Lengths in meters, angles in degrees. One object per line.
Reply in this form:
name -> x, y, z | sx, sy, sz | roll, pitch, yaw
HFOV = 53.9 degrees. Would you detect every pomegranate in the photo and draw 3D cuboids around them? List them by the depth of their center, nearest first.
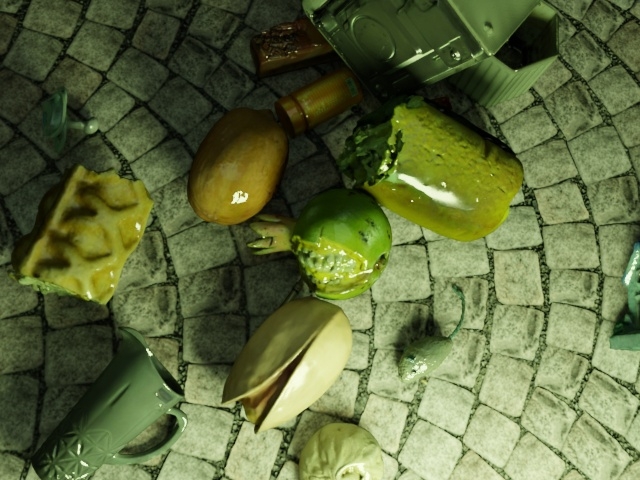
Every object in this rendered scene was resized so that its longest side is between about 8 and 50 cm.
pomegranate -> 0.000, 0.000, 1.323 | 0.301, 0.236, 0.236 | 11, 74, 17

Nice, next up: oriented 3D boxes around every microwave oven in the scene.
microwave oven -> 0.184, -0.485, 1.276 | 0.247, 0.394, 0.333 | -46, 105, -19

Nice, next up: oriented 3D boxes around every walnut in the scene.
walnut -> -0.167, -0.165, 1.353 | 0.203, 0.203, 0.298 | 30, 69, 1

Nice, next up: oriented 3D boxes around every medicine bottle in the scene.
medicine bottle -> -0.003, -0.322, 1.462 | 0.191, 0.096, 0.096 | -31, 81, -13

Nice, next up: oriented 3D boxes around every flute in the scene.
flute -> -0.095, 0.166, 1.363 | 0.027, 0.027, 0.233 | 35, 74, 3

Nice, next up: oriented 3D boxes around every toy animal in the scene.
toy animal -> 0.258, 0.212, 1.374 | 0.079, 0.070, 0.253 | 46, 72, -11

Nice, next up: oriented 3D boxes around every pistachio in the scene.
pistachio -> -0.061, 0.246, 1.264 | 0.187, 0.187, 0.299 | 41, 79, 4

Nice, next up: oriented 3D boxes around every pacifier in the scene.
pacifier -> -0.547, -0.265, 1.386 | 0.116, 0.126, 0.151 | 4, 67, -31

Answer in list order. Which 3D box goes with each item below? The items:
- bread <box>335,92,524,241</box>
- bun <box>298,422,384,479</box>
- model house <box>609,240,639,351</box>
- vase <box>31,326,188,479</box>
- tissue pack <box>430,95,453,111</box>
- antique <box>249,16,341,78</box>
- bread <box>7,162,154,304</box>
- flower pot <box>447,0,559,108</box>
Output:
bread -> 0.251, -0.149, 1.344 | 0.376, 0.208, 0.251 | 27, 102, -20
bun -> 0.042, 0.458, 1.265 | 0.183, 0.102, 0.184 | 1, 73, -4
model house -> 0.811, 0.082, 1.352 | 0.251, 0.295, 0.330 | 9, 77, -9
vase -> -0.404, 0.351, 1.229 | 0.301, 0.156, 0.251 | -45, 110, -9
tissue pack -> 0.234, -0.263, 1.473 | 0.148, 0.099, 0.106 | -14, 79, -10
antique -> -0.013, -0.475, 1.502 | 0.309, 0.093, 0.088 | -16, 78, -10
bread -> -0.483, -0.007, 1.273 | 0.196, 0.238, 0.252 | 31, 64, -37
flower pot -> 0.431, -0.460, 1.502 | 0.209, 0.190, 0.240 | 7, 73, -5
